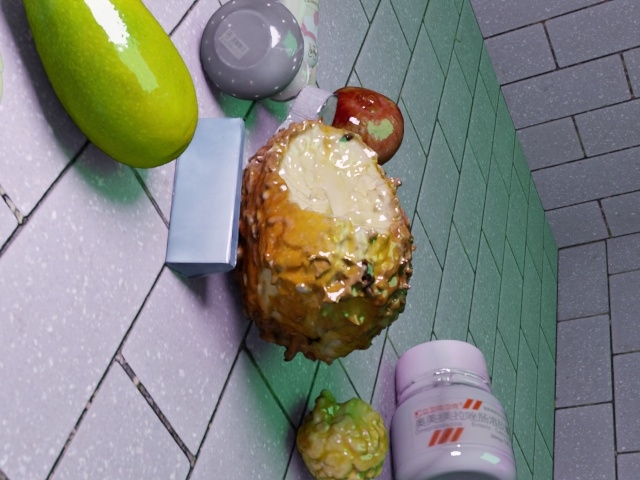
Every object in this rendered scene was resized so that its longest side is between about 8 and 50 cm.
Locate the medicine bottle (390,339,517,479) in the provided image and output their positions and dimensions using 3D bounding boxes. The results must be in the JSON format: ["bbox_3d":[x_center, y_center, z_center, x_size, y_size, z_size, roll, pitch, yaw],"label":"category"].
[{"bbox_3d":[0.278,0.403,2.012,0.256,0.256,0.325,54,25,-42],"label":"medicine bottle"}]

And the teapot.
[{"bbox_3d":[-0.100,-0.323,1.667,0.251,0.183,0.184,21,58,-76],"label":"teapot"}]

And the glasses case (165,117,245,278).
[{"bbox_3d":[-0.176,-0.070,1.466,0.056,0.105,0.266,88,3,-62],"label":"glasses case"}]

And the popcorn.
[{"bbox_3d":[0.037,0.351,1.645,0.180,0.170,0.180,-12,105,-56],"label":"popcorn"}]

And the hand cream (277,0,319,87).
[{"bbox_3d":[-0.050,-0.454,1.947,0.147,0.093,0.306,15,74,-64],"label":"hand cream"}]

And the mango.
[{"bbox_3d":[-0.282,-0.242,1.225,0.343,0.155,0.192,57,22,-31],"label":"mango"}]

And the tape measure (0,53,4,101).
[{"bbox_3d":[-0.409,-0.181,0.970,0.200,0.106,0.175,67,29,-27],"label":"tape measure"}]

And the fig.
[{"bbox_3d":[0.080,-0.232,2.006,0.205,0.205,0.205,42,42,-53],"label":"fig"}]

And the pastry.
[{"bbox_3d":[-0.002,0.017,1.520,0.405,0.292,0.337,-110,-150,-45],"label":"pastry"}]

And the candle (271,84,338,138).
[{"bbox_3d":[-0.034,-0.193,1.775,0.192,0.068,0.168,-58,166,-17],"label":"candle"}]
